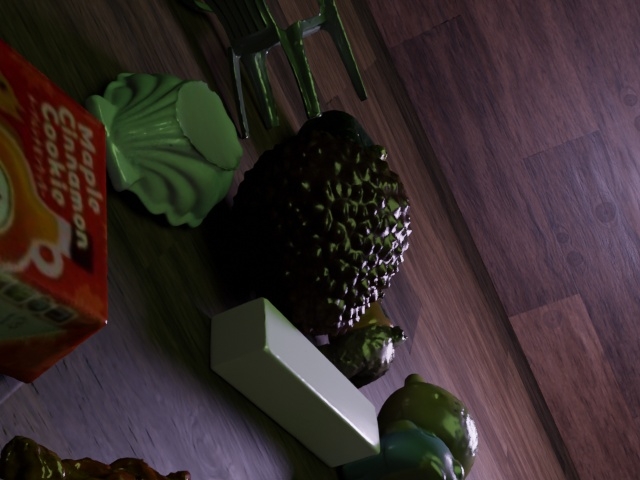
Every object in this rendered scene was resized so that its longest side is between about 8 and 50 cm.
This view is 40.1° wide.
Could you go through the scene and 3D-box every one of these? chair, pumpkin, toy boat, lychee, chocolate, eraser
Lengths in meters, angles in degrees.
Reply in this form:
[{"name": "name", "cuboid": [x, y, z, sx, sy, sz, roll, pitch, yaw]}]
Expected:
[{"name": "chair", "cuboid": [-0.079, -0.307, 1.331, 0.190, 0.204, 0.274, -34, 106, -60]}, {"name": "pumpkin", "cuboid": [0.043, -0.128, 1.531, 0.211, 0.152, 0.211, 43, 22, -23]}, {"name": "toy boat", "cuboid": [-0.166, -0.117, 1.024, 0.199, 0.100, 0.290, 67, 17, -1]}, {"name": "lychee", "cuboid": [0.000, 0.000, 1.143, 0.271, 0.272, 0.271, 54, 23, -36]}, {"name": "chocolate", "cuboid": [-0.262, -0.044, 0.662, 0.235, 0.108, 0.237, 46, 27, -51]}, {"name": "eraser", "cuboid": [-0.025, 0.187, 1.106, 0.298, 0.078, 0.076, 50, 26, -42]}]

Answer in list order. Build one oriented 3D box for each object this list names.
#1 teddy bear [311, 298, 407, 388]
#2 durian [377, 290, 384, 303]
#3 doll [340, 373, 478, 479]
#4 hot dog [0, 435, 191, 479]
[{"name": "teddy bear", "cuboid": [0.041, 0.118, 1.297, 0.177, 0.140, 0.190, 27, 36, -59]}, {"name": "durian", "cuboid": [0.074, 0.086, 1.514, 0.110, 0.071, 0.140, 60, 15, -25]}, {"name": "doll", "cuboid": [0.146, 0.320, 1.307, 0.177, 0.162, 0.261, 64, 21, -7]}, {"name": "hot dog", "cuboid": [-0.139, 0.228, 0.641, 0.349, 0.158, 0.117, 32, 22, -55]}]
